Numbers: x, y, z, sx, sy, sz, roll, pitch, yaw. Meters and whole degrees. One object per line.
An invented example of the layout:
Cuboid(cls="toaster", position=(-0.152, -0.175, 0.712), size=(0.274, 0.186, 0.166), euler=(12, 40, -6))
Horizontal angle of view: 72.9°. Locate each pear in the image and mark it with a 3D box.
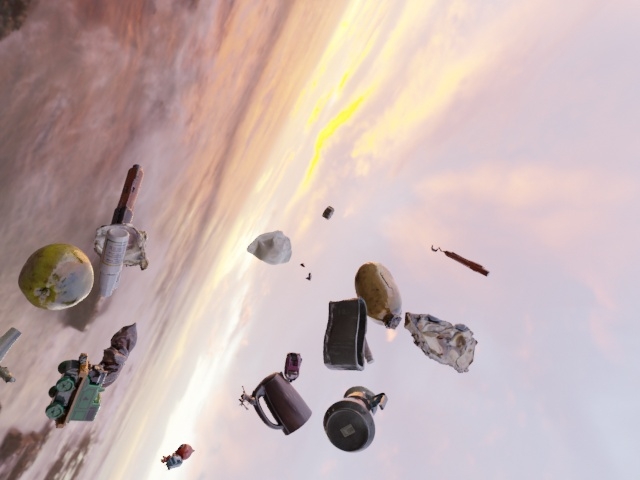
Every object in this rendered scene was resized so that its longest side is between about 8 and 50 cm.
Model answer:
Cuboid(cls="pear", position=(-1.033, 0.140, 1.705), size=(0.268, 0.269, 0.321), euler=(-62, -160, 7))

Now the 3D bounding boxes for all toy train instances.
Cuboid(cls="toy train", position=(-0.655, 0.409, 1.177), size=(0.227, 0.136, 0.091), euler=(-62, -147, 8))

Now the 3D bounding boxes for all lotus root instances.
Cuboid(cls="lotus root", position=(0.204, 0.193, 1.512), size=(0.146, 0.160, 0.284), euler=(-55, -145, 27))

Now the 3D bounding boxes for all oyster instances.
Cuboid(cls="oyster", position=(0.321, 0.260, 1.169), size=(0.079, 0.345, 0.128), euler=(20, -99, 55))
Cuboid(cls="oyster", position=(-0.639, 0.024, 1.418), size=(0.163, 0.190, 0.081), euler=(-30, -167, -18))

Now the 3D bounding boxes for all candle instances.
Cuboid(cls="candle", position=(0.372, 0.051, 1.160), size=(0.026, 0.168, 0.021), euler=(-44, 145, -25))

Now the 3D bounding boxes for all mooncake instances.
Cuboid(cls="mooncake", position=(-0.013, -0.002, 1.576), size=(0.150, 0.057, 0.346), euler=(83, 22, -64))

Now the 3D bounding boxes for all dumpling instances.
Cuboid(cls="dumpling", position=(-0.194, 0.024, 1.801), size=(0.151, 0.229, 0.124), euler=(-54, -130, 11))

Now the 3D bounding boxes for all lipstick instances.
Cuboid(cls="lipstick", position=(-0.842, -0.165, 1.886), size=(0.077, 0.077, 0.417), euler=(129, -33, -50))

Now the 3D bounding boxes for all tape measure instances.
Cuboid(cls="tape measure", position=(-0.120, 0.547, 1.873), size=(0.118, 0.075, 0.125), euler=(105, -8, -58))

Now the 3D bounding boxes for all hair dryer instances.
Cuboid(cls="hair dryer", position=(-1.069, 0.387, 1.459), size=(0.218, 0.225, 0.088), euler=(-87, 161, -44))

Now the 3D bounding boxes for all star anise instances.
Cuboid(cls="star anise", position=(-0.877, 0.494, 1.852), size=(0.315, 0.108, 0.315), euler=(-59, -167, 22))

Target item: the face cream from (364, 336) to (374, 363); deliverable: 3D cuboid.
Cuboid(cls="face cream", position=(0.146, 0.353, 1.417), size=(0.038, 0.020, 0.115), euler=(-23, -143, 0))

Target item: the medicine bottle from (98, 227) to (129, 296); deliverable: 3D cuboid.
Cuboid(cls="medicine bottle", position=(-0.615, 0.064, 1.293), size=(0.092, 0.061, 0.220), euler=(-56, 171, -67))

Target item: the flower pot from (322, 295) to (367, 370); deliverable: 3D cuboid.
Cuboid(cls="flower pot", position=(0.078, 0.284, 1.338), size=(0.103, 0.108, 0.229), euler=(60, 30, -48))

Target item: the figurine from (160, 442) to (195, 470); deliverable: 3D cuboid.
Cuboid(cls="figurine", position=(-0.601, 0.917, 1.845), size=(0.140, 0.075, 0.068), euler=(-13, 143, -51))

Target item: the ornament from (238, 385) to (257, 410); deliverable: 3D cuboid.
Cuboid(cls="ornament", position=(-0.258, 0.571, 1.547), size=(0.028, 0.073, 0.125), euler=(-53, -169, 1))

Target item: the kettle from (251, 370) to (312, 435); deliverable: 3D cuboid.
Cuboid(cls="kettle", position=(-0.173, 0.667, 1.769), size=(0.202, 0.232, 0.144), euler=(-35, 179, -43))

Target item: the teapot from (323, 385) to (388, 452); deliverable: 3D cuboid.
Cuboid(cls="teapot", position=(0.127, 0.587, 1.467), size=(0.203, 0.170, 0.225), euler=(-29, 174, 15))
